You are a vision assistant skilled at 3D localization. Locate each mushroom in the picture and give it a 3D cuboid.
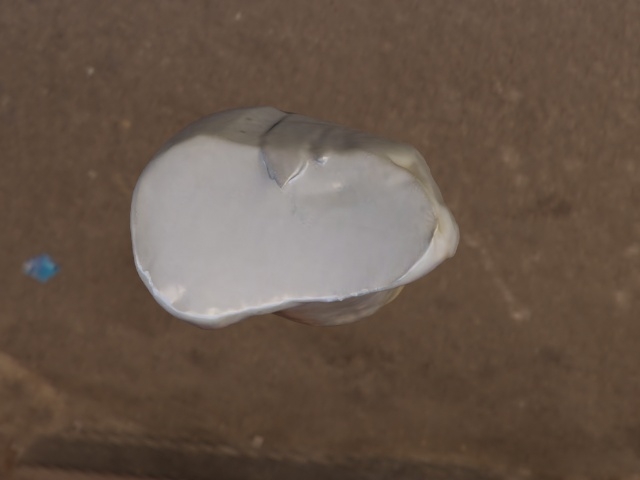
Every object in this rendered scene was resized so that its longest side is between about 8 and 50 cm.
[{"bbox_3d":[0.000,0.000,0.883,0.159,0.122,0.329,25,180,9],"label":"mushroom"}]
